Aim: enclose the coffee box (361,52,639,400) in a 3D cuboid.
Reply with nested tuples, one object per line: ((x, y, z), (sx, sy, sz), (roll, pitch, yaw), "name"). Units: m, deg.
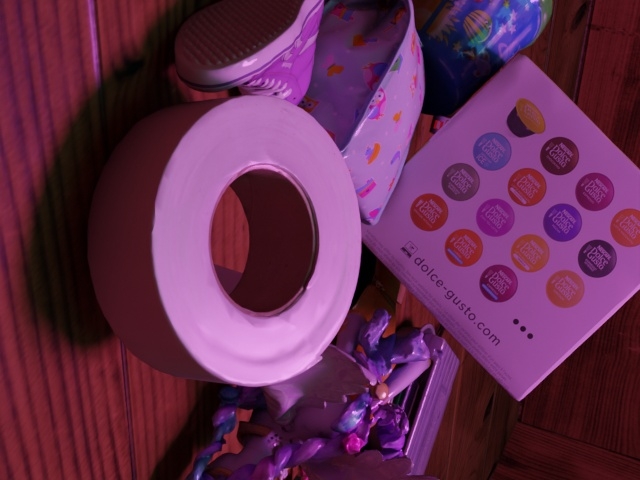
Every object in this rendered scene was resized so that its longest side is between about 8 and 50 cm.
((0.277, -0.028, 1.670), (0.334, 0.337, 0.338), (-44, 178, 6), "coffee box")

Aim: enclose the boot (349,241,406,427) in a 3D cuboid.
((0.062, 0.154, 1.879), (0.211, 0.104, 0.295), (37, 64, -64), "boot")

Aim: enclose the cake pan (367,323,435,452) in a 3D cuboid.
((0.159, 0.302, 2.315), (0.293, 0.054, 0.293), (15, 90, -71), "cake pan")

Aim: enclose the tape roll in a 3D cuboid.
((-0.086, 0.001, 1.135), (0.286, 0.100, 0.286), (0, 90, -48), "tape roll")

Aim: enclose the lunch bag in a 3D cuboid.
((0.047, -0.189, 1.454), (0.262, 0.160, 0.223), (-63, 158, -14), "lunch bag")

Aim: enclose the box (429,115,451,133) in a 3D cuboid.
((0.290, -0.201, 2.198), (0.207, 0.114, 0.036), (1, 104, -70), "box")

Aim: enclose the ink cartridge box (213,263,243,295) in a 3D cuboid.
((-0.118, 0.078, 1.283), (0.135, 0.099, 0.056), (73, 38, -58), "ink cartridge box")

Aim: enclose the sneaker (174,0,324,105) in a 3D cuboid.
((-0.066, -0.180, 1.231), (0.282, 0.102, 0.161), (-49, 151, -52), "sneaker")

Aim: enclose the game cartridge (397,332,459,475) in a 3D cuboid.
((0.186, 0.376, 2.282), (0.230, 0.068, 0.355), (57, 51, -71), "game cartridge")

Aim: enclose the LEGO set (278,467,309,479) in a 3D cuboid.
((-0.019, 0.406, 1.776), (0.287, 0.132, 0.107), (-86, 176, -63), "LEGO set")

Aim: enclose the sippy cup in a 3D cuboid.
((0.186, -0.311, 1.684), (0.224, 0.240, 0.305), (-53, 131, -25), "sippy cup")

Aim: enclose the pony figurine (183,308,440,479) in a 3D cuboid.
((0.003, 0.227, 1.442), (0.303, 0.351, 0.363), (62, 36, -14), "pony figurine")
